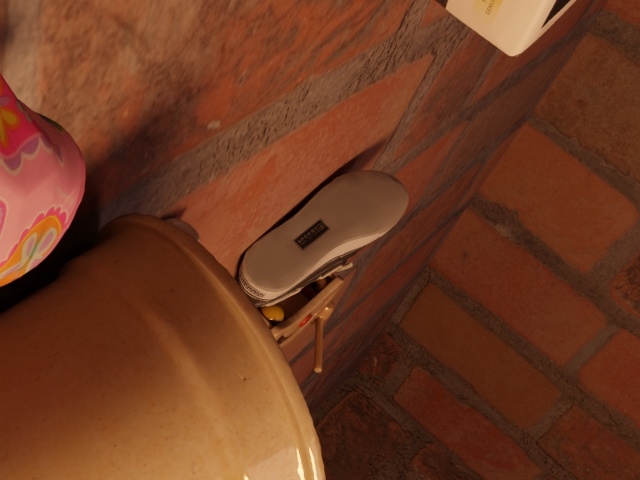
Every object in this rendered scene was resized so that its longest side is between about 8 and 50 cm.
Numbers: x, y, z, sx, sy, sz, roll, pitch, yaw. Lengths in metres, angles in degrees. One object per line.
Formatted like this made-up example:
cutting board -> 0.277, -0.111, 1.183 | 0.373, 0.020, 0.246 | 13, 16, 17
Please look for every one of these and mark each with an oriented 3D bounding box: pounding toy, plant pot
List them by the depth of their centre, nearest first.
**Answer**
plant pot -> -0.220, 0.186, 0.688 | 0.305, 0.334, 0.333 | -26, 156, -35
pounding toy -> -0.021, 0.126, 1.466 | 0.154, 0.155, 0.269 | -51, 168, 26

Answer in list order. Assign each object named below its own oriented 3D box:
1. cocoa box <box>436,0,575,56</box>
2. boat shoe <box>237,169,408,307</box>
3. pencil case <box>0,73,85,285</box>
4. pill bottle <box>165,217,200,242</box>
cocoa box -> 0.138, -0.334, 0.501 | 0.231, 0.228, 0.347 | -44, 166, -26
boat shoe -> 0.003, 0.003, 1.301 | 0.306, 0.113, 0.105 | -40, 171, -29
pencil case -> -0.203, -0.061, 0.388 | 0.124, 0.124, 0.284 | -48, 168, -9
pill bottle -> -0.164, 0.020, 0.920 | 0.083, 0.043, 0.043 | -55, 167, 23
